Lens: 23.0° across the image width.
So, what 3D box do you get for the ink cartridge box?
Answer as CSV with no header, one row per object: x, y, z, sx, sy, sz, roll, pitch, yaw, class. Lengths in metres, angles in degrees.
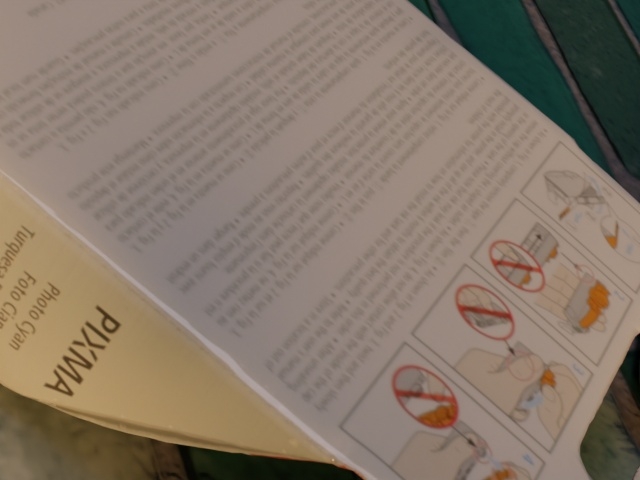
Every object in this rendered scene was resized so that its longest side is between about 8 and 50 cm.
0.000,0.000,0.691,0.385,0.091,0.308,41,36,2,ink cartridge box
